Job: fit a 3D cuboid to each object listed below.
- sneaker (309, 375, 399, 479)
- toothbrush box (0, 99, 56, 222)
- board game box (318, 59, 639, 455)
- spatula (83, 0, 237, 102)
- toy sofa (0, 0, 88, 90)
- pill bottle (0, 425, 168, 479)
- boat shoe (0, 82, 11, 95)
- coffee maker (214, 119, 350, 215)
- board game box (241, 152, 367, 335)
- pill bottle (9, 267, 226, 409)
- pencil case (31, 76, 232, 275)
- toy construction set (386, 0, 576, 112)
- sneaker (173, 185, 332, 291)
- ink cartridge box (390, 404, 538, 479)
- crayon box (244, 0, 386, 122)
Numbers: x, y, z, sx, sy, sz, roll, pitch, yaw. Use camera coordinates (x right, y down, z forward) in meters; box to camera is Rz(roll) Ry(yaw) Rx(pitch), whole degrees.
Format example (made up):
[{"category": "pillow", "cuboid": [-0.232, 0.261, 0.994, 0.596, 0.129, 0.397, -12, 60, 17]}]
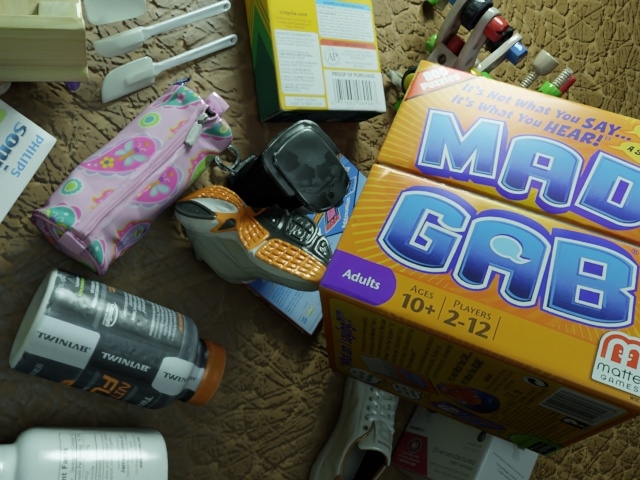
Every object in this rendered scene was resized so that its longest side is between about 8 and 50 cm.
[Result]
[{"category": "sneaker", "cuboid": [0.092, 0.289, 0.969, 0.106, 0.123, 0.290, 33, 68, -23]}, {"category": "toothbrush box", "cuboid": [-0.470, -0.106, 0.627, 0.283, 0.122, 0.206, 42, 65, -39]}, {"category": "board game box", "cuboid": [0.234, 0.041, 0.846, 0.356, 0.356, 0.356, 20, 66, 12]}, {"category": "spatula", "cuboid": [-0.208, -0.302, 0.838, 0.242, 0.019, 0.168, -34, 147, -32]}, {"category": "toy sofa", "cuboid": [-0.368, -0.366, 0.710, 0.150, 0.177, 0.362, -6, 83, -21]}, {"category": "pill bottle", "cuboid": [-0.311, 0.288, 0.716, 0.229, 0.131, 0.131, 11, 80, -30]}, {"category": "boat shoe", "cuboid": [-0.447, -0.248, 0.724, 0.170, 0.059, 0.063, 40, 67, -22]}, {"category": "coffee maker", "cuboid": [-0.064, -0.094, 0.858, 0.171, 0.178, 0.120, 27, 70, -16]}, {"category": "board game box", "cuboid": [0.000, 0.000, 0.994, 0.145, 0.027, 0.281, 42, 66, -22]}, {"category": "pill bottle", "cuboid": [-0.247, 0.137, 0.770, 0.246, 0.130, 0.130, 26, 73, -27]}, {"category": "pencil case", "cuboid": [-0.239, -0.088, 0.802, 0.124, 0.124, 0.284, 49, 65, -19]}, {"category": "toy construction set", "cuboid": [0.271, -0.294, 1.101, 0.309, 0.257, 0.237, 37, 112, -7]}, {"category": "sneaker", "cuboid": [-0.085, 0.017, 0.819, 0.099, 0.262, 0.121, -37, 138, -33]}, {"category": "ink cartridge box", "cuboid": [0.272, 0.304, 1.032, 0.114, 0.197, 0.273, 43, 65, -21]}, {"category": "crayon box", "cuboid": [-0.013, -0.359, 0.986, 0.203, 0.083, 0.322, -7, 90, -32]}]
